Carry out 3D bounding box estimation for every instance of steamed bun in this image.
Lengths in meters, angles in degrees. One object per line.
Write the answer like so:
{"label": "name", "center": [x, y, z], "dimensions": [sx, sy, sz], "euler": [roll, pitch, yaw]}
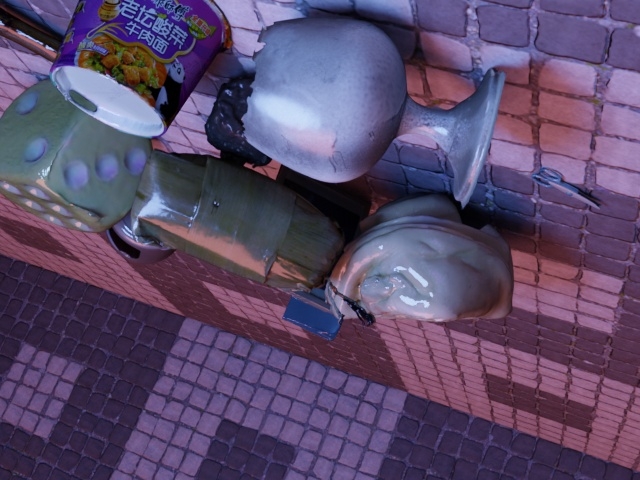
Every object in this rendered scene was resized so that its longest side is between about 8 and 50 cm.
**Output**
{"label": "steamed bun", "center": [0.180, 0.028, 1.621], "dimensions": [0.346, 0.237, 0.394], "euler": [0, 176, -4]}

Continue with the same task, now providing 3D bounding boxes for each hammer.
{"label": "hammer", "center": [-0.548, -0.376, 1.610], "dimensions": [0.408, 0.095, 0.242], "euler": [28, 161, -22]}

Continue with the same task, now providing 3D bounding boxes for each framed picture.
{"label": "framed picture", "center": [-0.023, -0.008, 1.722], "dimensions": [0.209, 0.281, 0.019], "euler": [25, 144, -11]}

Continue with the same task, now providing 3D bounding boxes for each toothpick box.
{"label": "toothpick box", "center": [-0.411, -0.060, 2.171], "dimensions": [0.229, 0.229, 0.316], "euler": [26, 163, -9]}

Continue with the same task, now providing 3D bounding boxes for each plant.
{"label": "plant", "center": [-0.127, -0.199, 1.516], "dimensions": [0.131, 0.142, 0.203], "euler": [19, 175, -14]}

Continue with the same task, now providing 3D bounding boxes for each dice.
{"label": "dice", "center": [-0.527, -0.177, 1.878], "dimensions": [0.254, 0.250, 0.252], "euler": [9, 157, 35]}

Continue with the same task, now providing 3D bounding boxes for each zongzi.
{"label": "zongzi", "center": [-0.096, -0.018, 1.584], "dimensions": [0.447, 0.181, 0.418], "euler": [24, -176, -5]}

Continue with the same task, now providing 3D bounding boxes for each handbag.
{"label": "handbag", "center": [0.012, 0.111, 2.093], "dimensions": [0.144, 0.221, 0.057], "euler": [23, 161, 4]}

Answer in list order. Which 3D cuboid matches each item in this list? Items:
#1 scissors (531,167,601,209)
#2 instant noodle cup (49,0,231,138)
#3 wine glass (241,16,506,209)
{"label": "scissors", "center": [0.398, -0.081, 1.421], "dimensions": [0.119, 0.014, 0.058], "euler": [27, 163, -2]}
{"label": "instant noodle cup", "center": [-0.289, -0.288, 1.376], "dimensions": [0.251, 0.190, 0.251], "euler": [20, 162, 7]}
{"label": "wine glass", "center": [0.065, -0.180, 1.211], "dimensions": [0.323, 0.238, 0.238], "euler": [11, 161, 2]}
